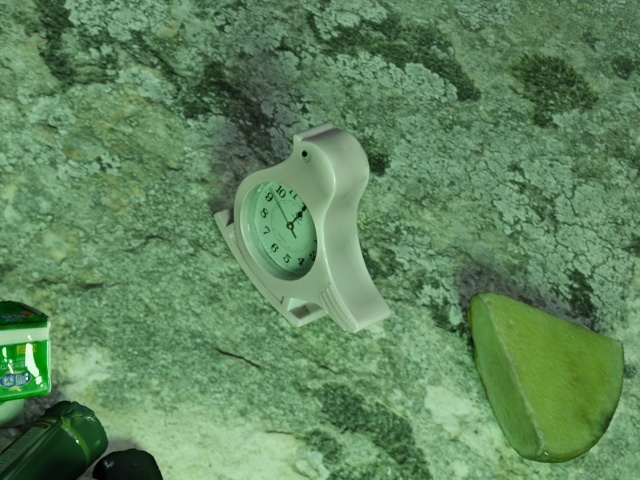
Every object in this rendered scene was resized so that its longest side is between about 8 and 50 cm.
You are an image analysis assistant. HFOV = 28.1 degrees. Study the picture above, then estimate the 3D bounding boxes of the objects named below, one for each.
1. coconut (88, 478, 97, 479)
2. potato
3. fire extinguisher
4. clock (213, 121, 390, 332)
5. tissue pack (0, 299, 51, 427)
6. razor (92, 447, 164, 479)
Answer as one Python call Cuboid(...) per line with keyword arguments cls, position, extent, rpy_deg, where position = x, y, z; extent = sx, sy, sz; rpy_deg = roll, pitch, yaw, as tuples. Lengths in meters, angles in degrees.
Cuboid(cls="coconut", position=(-0.253, 0.378, 1.449), extent=(0.222, 0.202, 0.202), rpy_deg=(19, 46, 3))
Cuboid(cls="potato", position=(0.332, 0.241, 1.984), extent=(0.270, 0.112, 0.255), rpy_deg=(19, 51, -12))
Cuboid(cls="fire extinguisher", position=(-0.376, 0.304, 1.511), extent=(0.093, 0.118, 0.294), rpy_deg=(45, 42, 1))
Cuboid(cls="clock", position=(0.000, 0.000, 1.864), extent=(0.080, 0.275, 0.290), rpy_deg=(-24, 73, -45))
Cuboid(cls="tissue pack", position=(-0.451, 0.163, 1.562), extent=(0.209, 0.148, 0.156), rpy_deg=(-3, 97, -34))
Cuboid(cls="razor", position=(-0.232, 0.335, 1.609), extent=(0.090, 0.054, 0.148), rpy_deg=(4, 54, -33))
